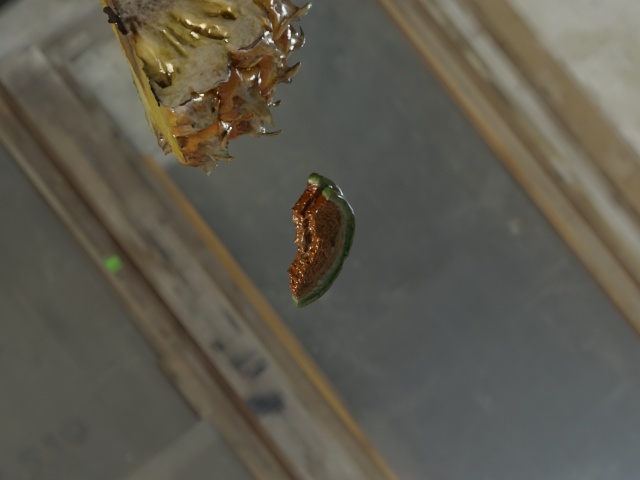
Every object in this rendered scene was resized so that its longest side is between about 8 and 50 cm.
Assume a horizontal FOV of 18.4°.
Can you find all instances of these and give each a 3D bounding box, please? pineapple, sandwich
[{"bbox_3d":[-0.101,-0.218,1.961,0.209,0.344,0.286,-23,154,-4],"label":"pineapple"},{"bbox_3d":[0.002,-0.002,1.929,0.067,0.029,0.135,-10,118,-37],"label":"sandwich"}]
